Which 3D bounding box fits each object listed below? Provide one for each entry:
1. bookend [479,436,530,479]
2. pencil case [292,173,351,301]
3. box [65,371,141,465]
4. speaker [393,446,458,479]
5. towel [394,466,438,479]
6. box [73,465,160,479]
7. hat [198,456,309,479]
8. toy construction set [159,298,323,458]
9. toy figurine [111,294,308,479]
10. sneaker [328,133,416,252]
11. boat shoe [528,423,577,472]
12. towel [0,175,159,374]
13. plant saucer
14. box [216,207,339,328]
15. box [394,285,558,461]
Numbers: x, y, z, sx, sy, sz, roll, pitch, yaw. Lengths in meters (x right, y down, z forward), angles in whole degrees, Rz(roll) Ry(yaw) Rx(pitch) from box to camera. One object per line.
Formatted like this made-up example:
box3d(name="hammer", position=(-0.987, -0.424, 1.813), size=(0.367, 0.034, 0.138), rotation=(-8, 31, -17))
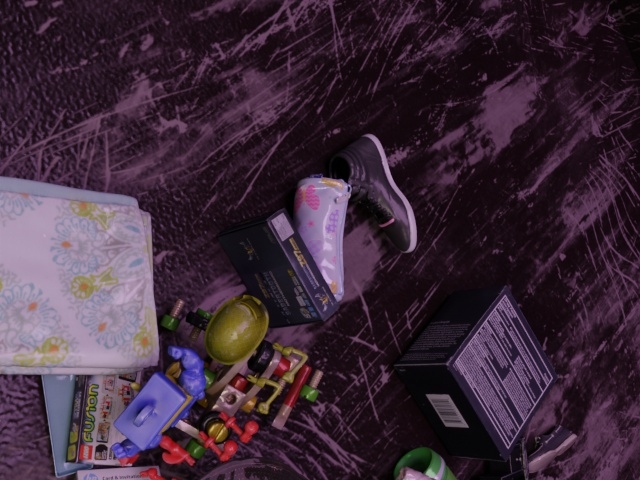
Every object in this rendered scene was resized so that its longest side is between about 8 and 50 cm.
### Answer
box3d(name="bookend", position=(0.449, 0.570, 1.993), size=(0.156, 0.072, 0.157), rotation=(8, 75, -53))
box3d(name="pencil case", position=(0.000, 0.000, 1.743), size=(0.113, 0.124, 0.273), rotation=(51, 43, -71))
box3d(name="box", position=(-0.375, 0.285, 1.418), size=(0.114, 0.036, 0.207), rotation=(20, 66, -44))
box3d(name="speaker", position=(0.289, 0.611, 1.844), size=(0.296, 0.131, 0.131), rotation=(54, 53, -17))
box3d(name="towel", position=(0.238, 0.685, 1.739), size=(0.332, 0.053, 0.317), rotation=(31, 85, -21))
box3d(name="box", position=(-0.327, 0.470, 1.355), size=(0.145, 0.038, 0.186), rotation=(5, 40, -28))
box3d(name="hat", position=(-0.132, 0.537, 1.365), size=(0.331, 0.134, 0.331), rotation=(8, 71, -24))
box3d(name="toy construction set", position=(-0.157, 0.297, 1.522), size=(0.309, 0.257, 0.237), rotation=(34, 78, -40))
box3d(name="toy figurine", position=(-0.209, 0.260, 1.279), size=(0.191, 0.217, 0.362), rotation=(43, 95, 13))
box3d(name="sneaker", position=(0.111, -0.091, 1.870), size=(0.147, 0.105, 0.295), rotation=(-23, 90, -38))
box3d(name="boat shoe", position=(0.598, 0.553, 2.163), size=(0.206, 0.075, 0.065), rotation=(-19, 50, -35))
box3d(name="towel", position=(-0.450, 0.061, 1.348), size=(0.375, 0.090, 0.320), rotation=(7, 64, -36))
box3d(name="plant saucer", position=(-0.438, 0.303, 1.393), size=(0.067, 0.018, 0.192), rotation=(-6, 84, -40))
box3d(name="box", position=(-0.087, 0.061, 1.619), size=(0.059, 0.183, 0.232), rotation=(-37, 105, -37))
box3d(name="box", position=(0.378, 0.315, 1.941), size=(0.294, 0.183, 0.296), rotation=(-43, 110, -35))
